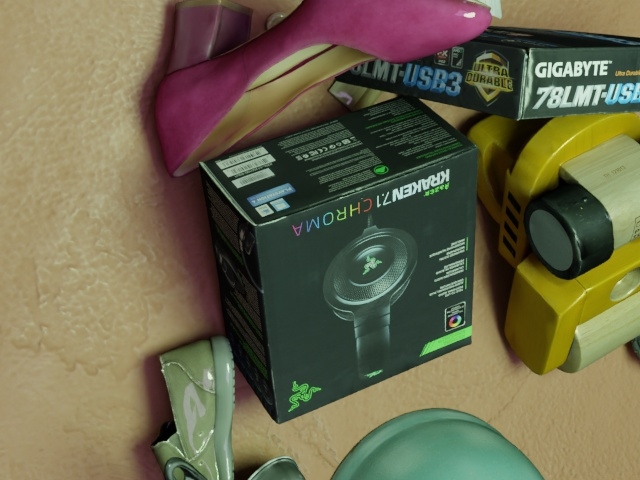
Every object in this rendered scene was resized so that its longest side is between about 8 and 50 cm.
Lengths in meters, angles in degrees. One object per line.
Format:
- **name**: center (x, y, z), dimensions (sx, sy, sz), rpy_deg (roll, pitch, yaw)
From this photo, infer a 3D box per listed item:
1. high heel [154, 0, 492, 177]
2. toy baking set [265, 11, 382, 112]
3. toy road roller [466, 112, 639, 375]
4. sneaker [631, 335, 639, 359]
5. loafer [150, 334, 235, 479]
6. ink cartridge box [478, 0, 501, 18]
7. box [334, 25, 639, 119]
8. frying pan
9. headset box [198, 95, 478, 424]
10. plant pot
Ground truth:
- **high heel**: center (-0.007, -0.144, 1.045), dimensions (0.127, 0.377, 0.181), rpy_deg (5, 89, -47)
- **toy baking set**: center (0.046, -0.270, 1.217), dimensions (0.197, 0.030, 0.256), rpy_deg (14, 90, -24)
- **toy road roller**: center (0.289, -0.027, 1.285), dimensions (0.202, 0.240, 0.329), rpy_deg (-26, 143, -18)
- **sneaker**: center (0.479, 0.037, 1.414), dimensions (0.110, 0.107, 0.275), rpy_deg (15, 95, -43)
- **loafer**: center (-0.138, 0.224, 1.176), dimensions (0.087, 0.094, 0.251), rpy_deg (0, 94, -9)
- **ink cartridge box**: center (0.126, -0.323, 1.226), dimensions (0.179, 0.045, 0.145), rpy_deg (0, 82, -45)
- **box**: center (0.214, -0.180, 1.127), dimensions (0.293, 0.295, 0.073), rpy_deg (-8, 108, -32)
- **frying pan**: center (-0.067, 0.278, 1.134), dimensions (0.197, 0.053, 0.326), rpy_deg (-46, 148, -40)
- **headset box**: center (0.025, 0.026, 1.141), dimensions (0.246, 0.131, 0.283), rpy_deg (-20, 131, -20)
- **plant pot**: center (0.163, 0.358, 1.251), dimensions (0.293, 0.196, 0.293), rpy_deg (-3, 97, -22)
